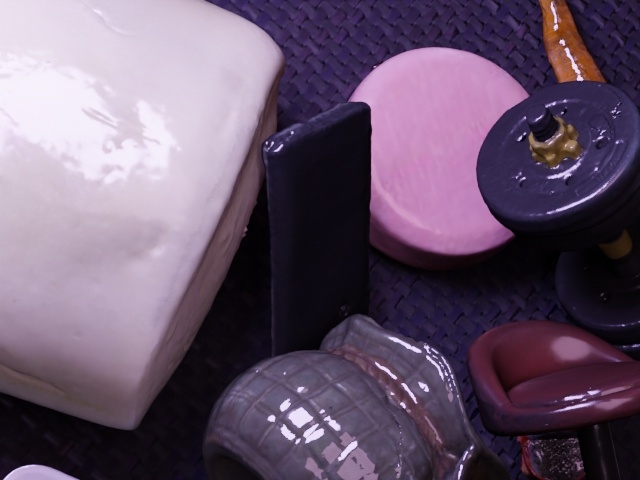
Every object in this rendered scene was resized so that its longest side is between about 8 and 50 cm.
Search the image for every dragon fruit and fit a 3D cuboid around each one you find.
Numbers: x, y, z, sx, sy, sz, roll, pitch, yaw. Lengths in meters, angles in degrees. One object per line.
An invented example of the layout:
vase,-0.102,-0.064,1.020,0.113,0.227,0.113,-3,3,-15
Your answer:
dragon fruit,0.254,0.235,2.011,0.083,0.056,0.060,-3,91,-10

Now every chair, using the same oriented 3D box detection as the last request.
chair,0.287,0.272,1.872,0.227,0.226,0.401,-13,91,-18

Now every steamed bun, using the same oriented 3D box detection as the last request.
steamed bun,-0.244,-0.072,1.843,0.371,0.290,0.456,22,70,-6

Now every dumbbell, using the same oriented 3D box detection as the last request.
dumbbell,0.298,-0.015,1.955,0.185,0.185,0.388,-58,136,-21

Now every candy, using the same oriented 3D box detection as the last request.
candy,0.128,-0.096,2.052,0.255,0.094,0.255,4,74,-13

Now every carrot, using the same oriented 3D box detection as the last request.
carrot,0.298,-0.191,2.147,0.059,0.059,0.248,-17,75,-19

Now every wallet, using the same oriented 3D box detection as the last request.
wallet,-0.001,0.000,1.903,0.146,0.285,0.030,-28,42,-36

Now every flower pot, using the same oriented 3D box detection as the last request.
flower pot,0.037,0.238,1.834,0.213,0.302,0.302,-35,85,-23

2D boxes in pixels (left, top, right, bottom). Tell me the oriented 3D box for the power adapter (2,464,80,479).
power adapter,-0.235,0.300,1.757,0.187,0.255,0.124,24,67,-7
